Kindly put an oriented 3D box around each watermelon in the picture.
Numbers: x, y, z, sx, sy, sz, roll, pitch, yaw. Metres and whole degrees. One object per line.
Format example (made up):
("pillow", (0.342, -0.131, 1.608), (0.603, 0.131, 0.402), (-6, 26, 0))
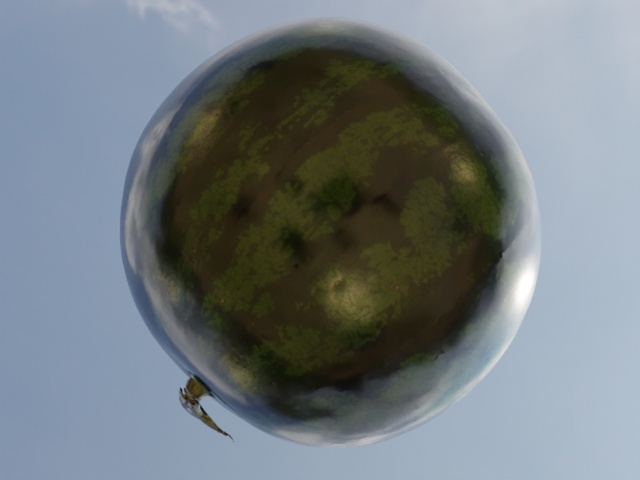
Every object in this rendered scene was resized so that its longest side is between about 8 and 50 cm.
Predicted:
("watermelon", (0.004, -0.004, 0.931), (0.269, 0.269, 0.269), (-1, -106, 3))
